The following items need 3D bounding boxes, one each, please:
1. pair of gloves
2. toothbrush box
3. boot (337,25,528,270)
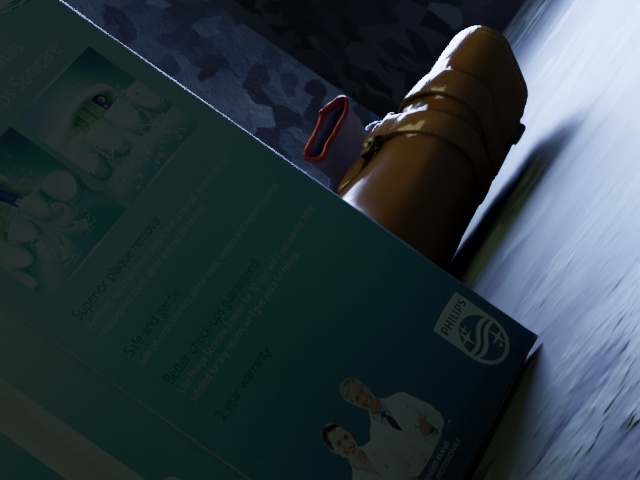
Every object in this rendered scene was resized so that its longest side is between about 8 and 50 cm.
[{"bbox_3d":[0.000,0.000,1.098,0.198,0.023,0.159,-61,-28,-7],"label":"pair of gloves"},{"bbox_3d":[-0.108,0.043,0.600,0.126,0.295,0.216,-56,0,-41],"label":"toothbrush box"},{"bbox_3d":[0.061,-0.030,0.974,0.220,0.109,0.283,-56,-10,-8],"label":"boot"}]
